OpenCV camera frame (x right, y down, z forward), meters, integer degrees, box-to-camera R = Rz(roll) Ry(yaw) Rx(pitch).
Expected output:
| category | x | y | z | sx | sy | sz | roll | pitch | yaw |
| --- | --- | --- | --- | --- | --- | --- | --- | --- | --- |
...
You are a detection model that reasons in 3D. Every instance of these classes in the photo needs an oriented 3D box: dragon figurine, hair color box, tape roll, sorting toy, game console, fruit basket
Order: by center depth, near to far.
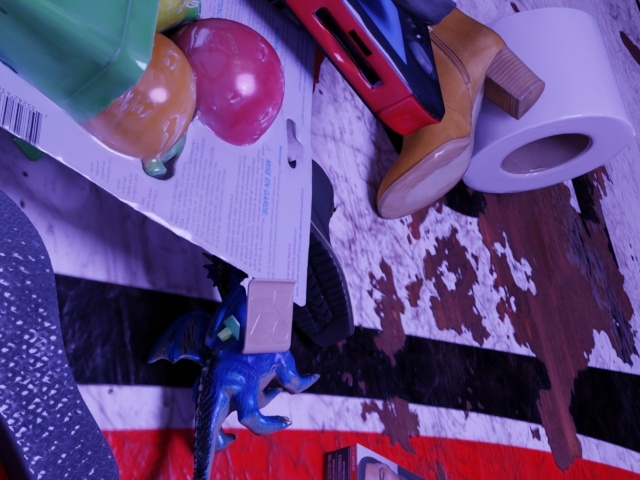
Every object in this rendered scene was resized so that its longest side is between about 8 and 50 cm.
| category | x | y | z | sx | sy | sz | roll | pitch | yaw |
| --- | --- | --- | --- | --- | --- | --- | --- | --- | --- |
| sorting toy | -0.051 | 0.060 | 0.858 | 0.083 | 0.012 | 0.062 | 5 | 93 | -52 |
| dragon figurine | -0.084 | 0.095 | 0.900 | 0.144 | 0.085 | 0.289 | 60 | 31 | -10 |
| fruit basket | -0.137 | -0.145 | 0.906 | 0.353 | 0.165 | 0.327 | 37 | 42 | -40 |
| hair color box | 0.063 | 0.258 | 1.050 | 0.141 | 0.043 | 0.072 | 34 | 45 | -40 |
| game console | 0.005 | -0.316 | 1.113 | 0.386 | 0.060 | 0.342 | 49 | 26 | -27 |
| tape roll | 0.297 | -0.192 | 1.509 | 0.246 | 0.246 | 0.169 | 14 | 57 | -52 |

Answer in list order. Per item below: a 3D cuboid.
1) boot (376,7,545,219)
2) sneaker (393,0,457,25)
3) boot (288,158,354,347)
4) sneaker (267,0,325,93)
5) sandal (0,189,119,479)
| category | x | y | z | sx | sy | sz | roll | pitch | yaw |
| --- | --- | --- | --- | --- | --- | --- | --- | --- | --- |
| boot | 0.118 | -0.176 | 1.364 | 0.211 | 0.295 | 0.104 | 41 | -19 | 23 |
| sneaker | 0.079 | -0.443 | 1.032 | 0.169 | 0.257 | 0.448 | 14 | 47 | -64 |
| boot | 0.000 | 0.000 | 1.106 | 0.137 | 0.076 | 0.198 | -26 | 93 | -64 |
| sneaker | -0.033 | -0.214 | 1.198 | 0.279 | 0.107 | 0.118 | -40 | 122 | -54 |
| sandal | -0.221 | 0.087 | 0.745 | 0.097 | 0.054 | 0.255 | -25 | 100 | -51 |
